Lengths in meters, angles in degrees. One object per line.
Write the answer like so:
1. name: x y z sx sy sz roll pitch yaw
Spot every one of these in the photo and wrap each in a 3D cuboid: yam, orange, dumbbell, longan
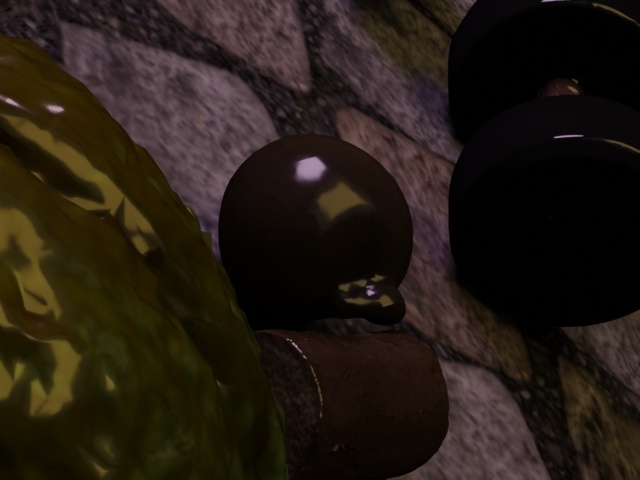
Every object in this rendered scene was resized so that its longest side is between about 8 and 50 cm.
1. yam: 0.006 0.081 0.945 0.127 0.084 0.084 1 55 -52
2. orange: -0.128 0.089 0.499 0.223 0.301 0.300 20 -8 -3
3. dumbbell: 0.158 -0.064 1.263 0.152 0.152 0.218 38 31 -22
4. longan: 0.000 0.000 1.007 0.106 0.106 0.119 10 37 -51
